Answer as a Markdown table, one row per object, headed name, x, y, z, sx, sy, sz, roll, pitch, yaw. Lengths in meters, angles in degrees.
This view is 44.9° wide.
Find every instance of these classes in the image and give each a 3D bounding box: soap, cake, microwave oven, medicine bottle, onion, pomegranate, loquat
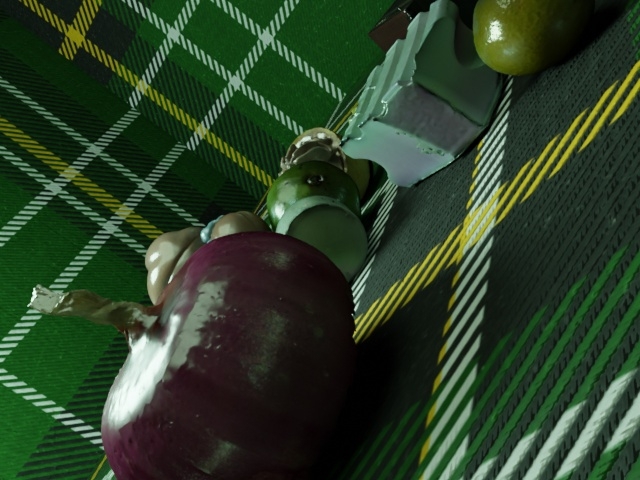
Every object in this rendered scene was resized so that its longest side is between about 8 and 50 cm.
| name | x | y | z | sx | sy | sz | roll | pitch | yaw |
| --- | --- | --- | --- | --- | --- | --- | --- | --- | --- |
| soap | 0.181 | -0.259 | 1.341 | 0.261 | 0.156 | 0.446 | -48 | 10 | 29 |
| cake | -0.013 | -0.150 | 1.620 | 0.185 | 0.178 | 0.207 | -26 | 58 | 36 |
| microwave oven | 0.267 | -0.503 | 1.752 | 0.247 | 0.188 | 0.178 | -52 | 14 | -21 |
| medicine bottle | 0.000 | 0.000 | 1.307 | 0.147 | 0.147 | 0.143 | -53 | 12 | 2 |
| onion | -0.121 | 0.151 | 0.898 | 0.358 | 0.345 | 0.358 | -22 | 57 | 39 |
| pomegranate | -0.010 | -0.042 | 1.486 | 0.187 | 0.187 | 0.225 | -58 | -17 | -29 |
| loquat | 0.286 | -0.302 | 1.032 | 0.195 | 0.152 | 0.152 | -18 | 35 | 54 |

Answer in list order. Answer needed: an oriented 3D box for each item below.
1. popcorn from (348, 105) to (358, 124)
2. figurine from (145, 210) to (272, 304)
| name | x | y | z | sx | sy | sz | roll | pitch | yaw |
| --- | --- | --- | --- | --- | --- | --- | --- | --- | --- |
| popcorn | 0.129 | -0.248 | 1.709 | 0.145 | 0.126 | 0.125 | -34 | 40 | 15 |
| figurine | -0.227 | 0.117 | 1.549 | 0.388 | 0.248 | 0.276 | 84 | -151 | -59 |
